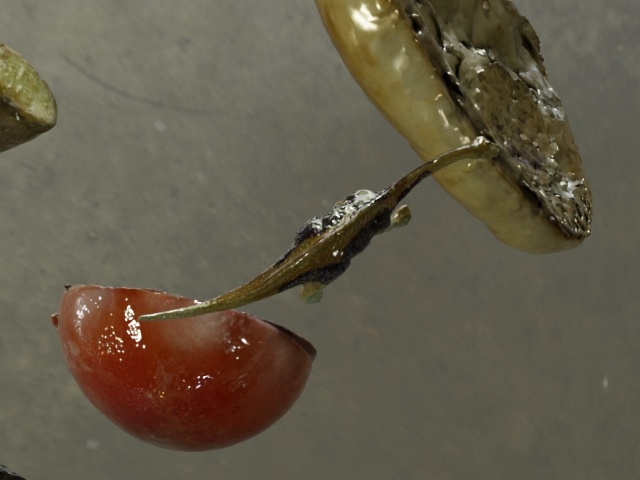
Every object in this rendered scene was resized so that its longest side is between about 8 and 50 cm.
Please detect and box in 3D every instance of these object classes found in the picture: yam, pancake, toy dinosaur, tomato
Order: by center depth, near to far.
[{"bbox_3d":[0.003,0.001,0.761,0.180,0.058,0.037,-36,74,4],"label":"toy dinosaur"},{"bbox_3d":[0.086,-0.151,1.194,0.082,0.387,0.387,-31,73,21],"label":"pancake"},{"bbox_3d":[-0.356,-0.054,1.230,0.357,0.081,0.081,-22,74,24],"label":"yam"},{"bbox_3d":[-0.126,0.115,1.366,0.228,0.199,0.112,3,70,24],"label":"tomato"}]

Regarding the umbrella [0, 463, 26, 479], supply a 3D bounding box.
[{"bbox_3d":[-0.249,0.282,0.901,0.118,0.118,0.340,21,81,14],"label":"umbrella"}]
